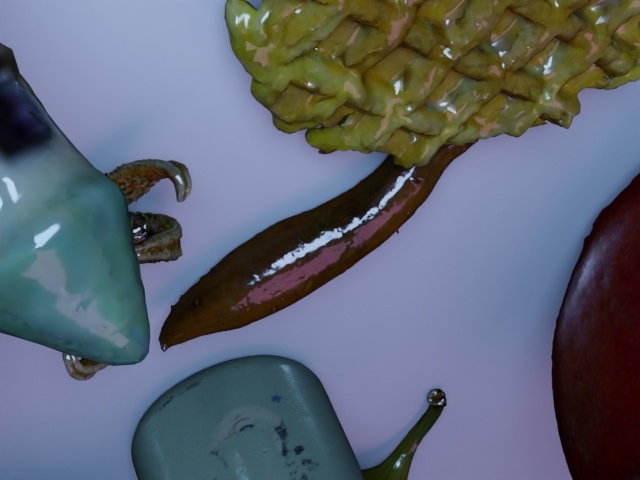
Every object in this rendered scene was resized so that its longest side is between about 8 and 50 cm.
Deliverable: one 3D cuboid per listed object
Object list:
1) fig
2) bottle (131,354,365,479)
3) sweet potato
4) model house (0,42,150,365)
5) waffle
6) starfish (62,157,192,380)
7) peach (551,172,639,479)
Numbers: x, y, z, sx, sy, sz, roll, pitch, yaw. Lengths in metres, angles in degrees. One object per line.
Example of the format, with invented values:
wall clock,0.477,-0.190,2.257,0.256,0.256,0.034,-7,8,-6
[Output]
fig,0.056,0.240,1.095,0.124,0.124,0.236,21,99,-47
bottle,-0.019,0.262,0.836,0.168,0.347,0.168,-16,143,-13
sweet potato,0.000,0.000,0.775,0.264,0.057,0.057,-32,145,1
model house,-0.239,0.012,0.375,0.312,0.280,0.245,-33,-176,11
waffle,0.101,-0.163,0.626,0.325,0.068,0.302,-21,145,-12
starfish,-0.150,0.012,0.670,0.146,0.074,0.190,8,131,-42
peach,0.364,0.092,0.882,0.339,0.353,0.417,16,105,-23
